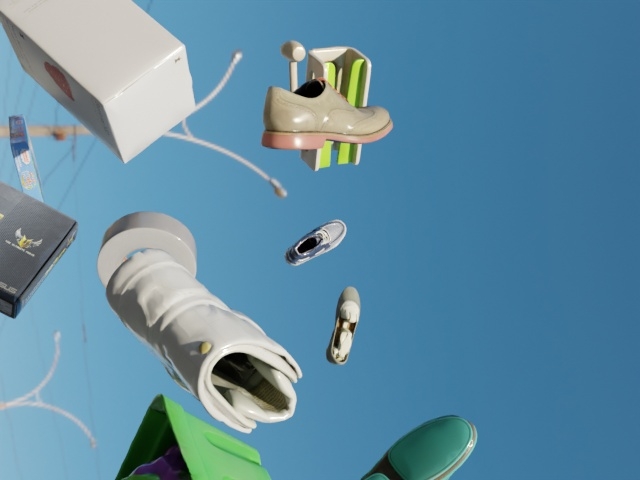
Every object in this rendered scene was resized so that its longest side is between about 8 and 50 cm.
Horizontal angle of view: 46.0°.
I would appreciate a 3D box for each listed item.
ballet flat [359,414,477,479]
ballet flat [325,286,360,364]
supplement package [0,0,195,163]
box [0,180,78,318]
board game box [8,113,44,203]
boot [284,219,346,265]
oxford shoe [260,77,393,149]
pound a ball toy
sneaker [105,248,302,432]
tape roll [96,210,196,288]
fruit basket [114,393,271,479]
[{"bbox_3d":[0.107,0.327,1.010,0.083,0.247,0.087,47,-11,40],"label":"ballet flat"},{"bbox_3d":[0.071,0.227,1.989,0.068,0.072,0.213,-7,-114,67],"label":"ballet flat"},{"bbox_3d":[-0.382,-0.313,1.300,0.293,0.175,0.178,41,-22,17],"label":"supplement package"},{"bbox_3d":[-0.534,-0.007,1.192,0.059,0.232,0.183,-56,-173,49],"label":"box"},{"bbox_3d":[-0.629,-0.165,1.612,0.211,0.039,0.160,-133,-147,-56],"label":"board game box"},{"bbox_3d":[0.000,0.000,1.888,0.069,0.190,0.086,55,-25,1],"label":"boot"},{"bbox_3d":[0.028,-0.256,1.489,0.122,0.348,0.130,11,-72,38],"label":"oxford shoe"},{"bbox_3d":[-0.010,-0.331,1.781,0.136,0.208,0.319,-129,-144,-48],"label":"pound a ball toy"},{"bbox_3d":[-0.083,0.136,0.746,0.108,0.292,0.169,-47,-123,-7],"label":"sneaker"},{"bbox_3d":[-0.390,0.043,1.707,0.072,0.219,0.219,-100,-154,-55],"label":"tape roll"},{"bbox_3d":[-0.262,0.398,0.917,0.283,0.391,0.392,-134,-130,-59],"label":"fruit basket"}]
